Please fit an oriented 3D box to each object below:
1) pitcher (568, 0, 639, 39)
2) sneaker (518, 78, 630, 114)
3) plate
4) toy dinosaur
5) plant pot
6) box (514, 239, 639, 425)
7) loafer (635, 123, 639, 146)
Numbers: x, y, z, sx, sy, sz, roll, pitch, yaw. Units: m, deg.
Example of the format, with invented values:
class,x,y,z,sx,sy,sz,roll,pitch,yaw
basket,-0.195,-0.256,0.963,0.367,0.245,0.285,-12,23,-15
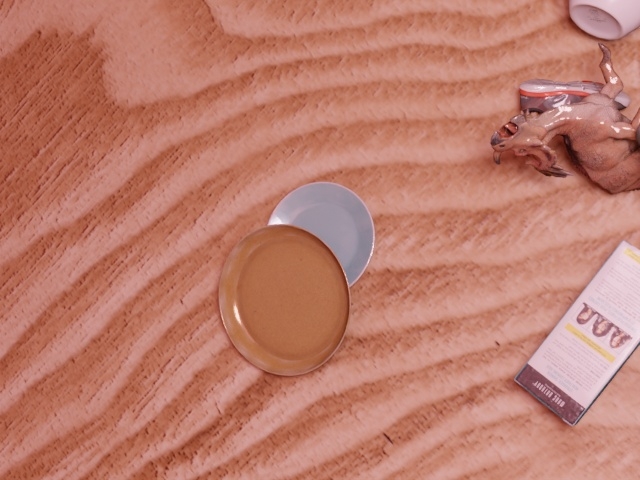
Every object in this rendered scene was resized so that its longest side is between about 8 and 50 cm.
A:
class,x,y,z,sx,sy,sz,roll,pitch,yaw
pitcher,0.421,-0.400,1.292,0.178,0.125,0.207,23,78,44
sneaker,0.367,-0.197,1.310,0.158,0.061,0.065,9,114,18
plate,0.000,0.000,1.427,0.188,0.024,0.188,-4,80,22
toy dinosaur,0.385,-0.125,1.236,0.295,0.127,0.200,36,117,-14
plant pot,-0.053,0.091,1.405,0.236,0.032,0.236,2,93,27
box,0.382,0.128,1.233,0.100,0.060,0.244,39,96,23
loafer,0.495,-0.061,1.144,0.094,0.251,0.087,-42,23,32
